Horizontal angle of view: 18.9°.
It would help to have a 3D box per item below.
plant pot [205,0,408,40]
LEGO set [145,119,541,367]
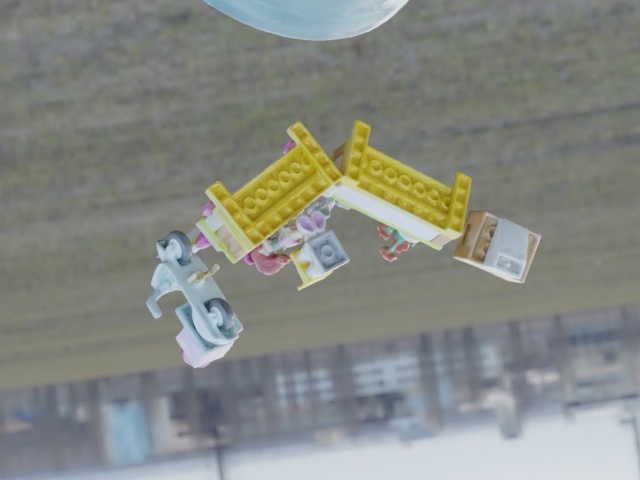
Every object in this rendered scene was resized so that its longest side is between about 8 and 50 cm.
[{"bbox_3d":[0.008,-0.334,1.530,0.293,0.293,0.196,-5,160,-31],"label":"plant pot"},{"bbox_3d":[0.000,0.000,1.256,0.287,0.132,0.107,-11,164,-37],"label":"LEGO set"}]
